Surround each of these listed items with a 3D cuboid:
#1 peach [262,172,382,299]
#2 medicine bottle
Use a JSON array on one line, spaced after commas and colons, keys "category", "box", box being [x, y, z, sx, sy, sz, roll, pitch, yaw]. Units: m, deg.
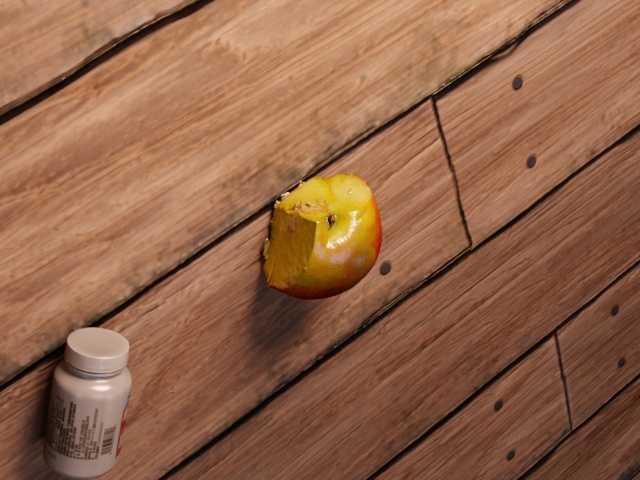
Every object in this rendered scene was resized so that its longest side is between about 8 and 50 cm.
[{"category": "peach", "box": [0.004, 0.006, 1.126, 0.151, 0.151, 0.118, -39, 120, -14]}, {"category": "medicine bottle", "box": [-0.234, 0.163, 1.057, 0.079, 0.079, 0.140, -4, 117, -37]}]
